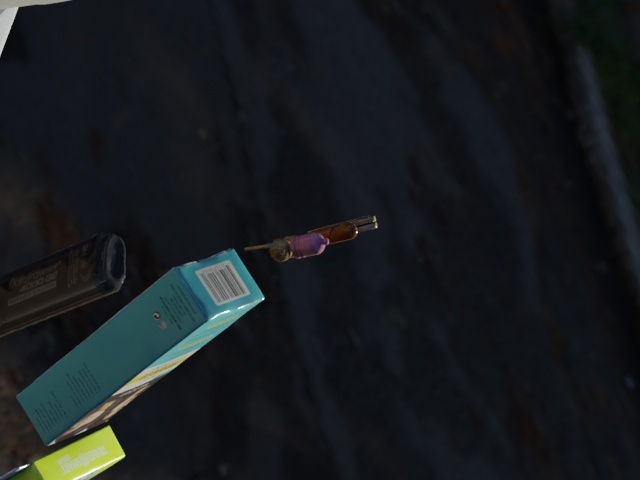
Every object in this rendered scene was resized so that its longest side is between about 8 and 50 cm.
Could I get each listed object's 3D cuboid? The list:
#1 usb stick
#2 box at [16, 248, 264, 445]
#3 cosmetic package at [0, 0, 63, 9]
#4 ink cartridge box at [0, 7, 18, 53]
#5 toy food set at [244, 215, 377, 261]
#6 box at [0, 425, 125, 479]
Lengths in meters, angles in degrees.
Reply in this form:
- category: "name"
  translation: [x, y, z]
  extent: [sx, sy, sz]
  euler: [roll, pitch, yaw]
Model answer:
- category: "usb stick"
  translation: [-0.316, 0.055, 2.045]
  extent: [0.045, 0.278, 0.077]
  euler: [21, 61, -38]
- category: "box"
  translation: [-0.173, 0.102, 1.698]
  extent: [0.060, 0.244, 0.100]
  euler: [57, 32, 9]
- category: "cosmetic package"
  translation: [-0.317, -0.367, 1.328]
  extent: [0.156, 0.217, 0.385]
  euler: [76, 6, -76]
- category: "ink cartridge box"
  translation: [-0.446, -0.313, 2.097]
  extent: [0.223, 0.224, 0.045]
  euler: [-4, 37, -43]
- category: "toy food set"
  translation: [0.000, 0.000, 1.544]
  extent: [0.078, 0.122, 0.019]
  euler: [-8, -83, 66]
- category: "box"
  translation: [-0.286, 0.246, 1.812]
  extent: [0.042, 0.109, 0.178]
  euler: [60, 23, 5]
